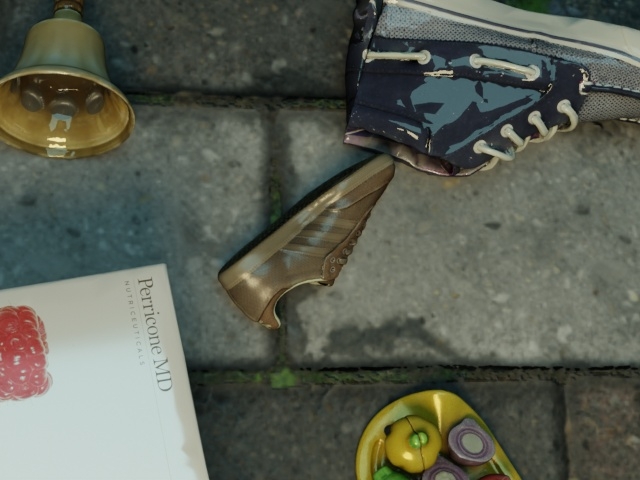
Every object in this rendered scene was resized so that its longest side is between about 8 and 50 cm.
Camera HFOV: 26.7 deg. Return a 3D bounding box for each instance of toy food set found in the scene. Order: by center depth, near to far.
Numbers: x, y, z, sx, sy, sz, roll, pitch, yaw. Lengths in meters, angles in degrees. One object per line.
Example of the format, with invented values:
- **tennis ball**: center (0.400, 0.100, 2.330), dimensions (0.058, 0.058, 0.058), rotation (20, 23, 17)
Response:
- **toy food set**: center (0.122, 0.222, 1.108), dimensions (0.128, 0.071, 0.217), rotation (-31, 81, -18)

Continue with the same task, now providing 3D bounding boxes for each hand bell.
- **hand bell**: center (-0.220, -0.205, 1.174), dimensions (0.126, 0.126, 0.242), rotation (3, 60, -10)

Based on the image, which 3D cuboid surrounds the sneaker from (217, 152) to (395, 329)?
- **sneaker**: center (0.000, 0.000, 1.167), dimensions (0.188, 0.066, 0.071), rotation (-38, 100, -13)

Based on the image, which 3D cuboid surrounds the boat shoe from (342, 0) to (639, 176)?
- **boat shoe**: center (0.179, -0.118, 1.208), dimensions (0.341, 0.127, 0.158), rotation (15, 77, 2)

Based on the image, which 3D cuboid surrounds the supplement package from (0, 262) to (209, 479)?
- **supplement package**: center (-0.247, 0.141, 1.007), dimensions (0.293, 0.175, 0.177), rotation (-10, 74, -14)
